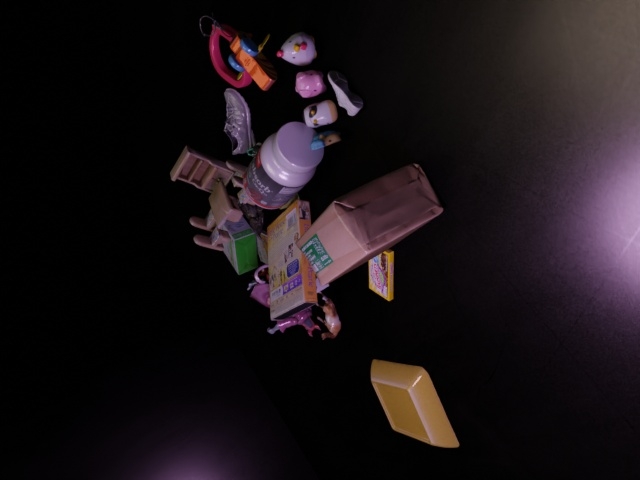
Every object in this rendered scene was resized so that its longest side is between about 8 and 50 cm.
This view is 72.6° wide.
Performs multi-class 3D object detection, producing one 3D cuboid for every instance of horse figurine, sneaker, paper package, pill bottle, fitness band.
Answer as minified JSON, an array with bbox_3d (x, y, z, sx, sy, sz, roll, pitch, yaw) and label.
[{"bbox_3d":[0.036,0.339,1.941,0.174,0.066,0.263,26,132,55],"label":"horse figurine"},{"bbox_3d":[0.064,-0.435,1.294,0.152,0.054,0.061,58,153,8],"label":"sneaker"},{"bbox_3d":[-0.358,-0.497,1.842,0.105,0.115,0.281,15,125,53],"label":"sneaker"},{"bbox_3d":[0.127,-0.038,1.251,0.168,0.310,0.325,60,151,7],"label":"paper package"},{"bbox_3d":[-0.246,-0.361,1.815,0.167,0.076,0.064,24,133,48],"label":"sneaker"},{"bbox_3d":[-0.139,-0.267,1.587,0.210,0.210,0.363,61,150,3],"label":"pill bottle"},{"bbox_3d":[-0.358,-0.732,1.728,0.291,0.054,0.209,44,148,32],"label":"fitness band"}]

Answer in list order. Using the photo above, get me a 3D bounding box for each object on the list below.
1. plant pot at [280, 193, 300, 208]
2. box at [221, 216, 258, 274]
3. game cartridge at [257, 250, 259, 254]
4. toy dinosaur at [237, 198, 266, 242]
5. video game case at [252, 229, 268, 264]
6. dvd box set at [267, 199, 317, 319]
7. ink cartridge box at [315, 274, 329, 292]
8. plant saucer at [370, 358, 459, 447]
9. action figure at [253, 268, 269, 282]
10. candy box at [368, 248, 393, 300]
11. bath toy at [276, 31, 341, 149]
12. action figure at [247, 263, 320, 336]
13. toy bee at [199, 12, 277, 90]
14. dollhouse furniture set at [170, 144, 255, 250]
[{"bbox_3d":[-0.141,-0.166,1.801,0.083,0.079,0.083,38,141,38],"label":"plant pot"},{"bbox_3d":[-0.448,0.008,2.347,0.231,0.127,0.261,49,150,38],"label":"box"},{"bbox_3d":[-0.352,0.048,2.368,0.083,0.017,0.055,24,129,48],"label":"game cartridge"},{"bbox_3d":[-0.321,-0.123,2.116,0.313,0.121,0.160,51,161,11],"label":"toy dinosaur"},{"bbox_3d":[-0.255,0.052,2.188,0.285,0.025,0.204,25,133,54],"label":"video game case"},{"bbox_3d":[-0.125,0.086,1.767,0.308,0.062,0.420,-36,53,51],"label":"dvd box set"},{"bbox_3d":[-0.067,0.210,1.881,0.104,0.180,0.060,-9,106,59],"label":"ink cartridge box"},{"bbox_3d":[0.335,0.641,1.696,0.333,0.081,0.332,-16,98,60],"label":"plant saucer"},{"bbox_3d":[-0.248,0.239,2.242,0.280,0.139,0.091,44,144,35],"label":"action figure"},{"bbox_3d":[0.210,0.105,1.519,0.105,0.027,0.205,34,139,46],"label":"candy box"},{"bbox_3d":[-0.035,-0.462,1.350,0.151,0.129,0.348,-1,112,52],"label":"bath toy"},{"bbox_3d":[-0.137,0.284,1.998,0.370,0.248,0.275,36,132,15],"label":"action figure"},{"bbox_3d":[-0.252,-0.678,1.537,0.195,0.162,0.298,-14,117,29],"label":"toy bee"},{"bbox_3d":[-0.511,-0.229,2.013,0.362,0.257,0.394,-51,44,23],"label":"dollhouse furniture set"}]
